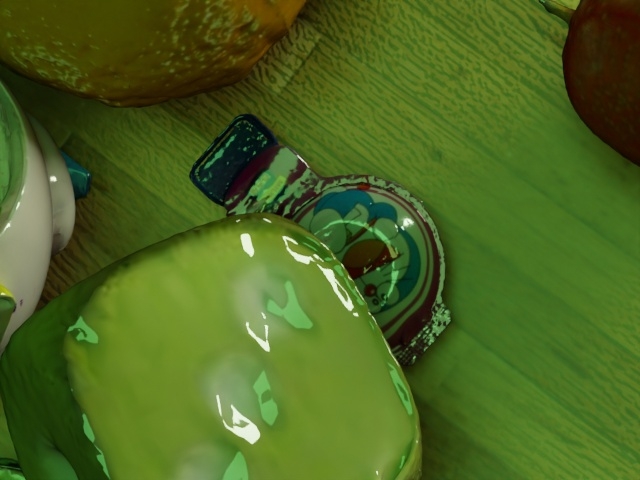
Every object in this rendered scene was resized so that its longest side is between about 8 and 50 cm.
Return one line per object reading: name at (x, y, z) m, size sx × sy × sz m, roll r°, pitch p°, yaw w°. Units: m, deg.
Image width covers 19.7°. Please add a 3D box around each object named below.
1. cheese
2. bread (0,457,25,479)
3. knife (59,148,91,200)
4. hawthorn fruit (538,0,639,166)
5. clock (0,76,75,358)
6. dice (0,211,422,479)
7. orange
cheese at (0.000, 0.000, 1.458) m, size 0.244 × 0.062 × 0.155 m, roll 44°, pitch 94°, yaw 14°
bread at (-0.278, 0.309, 1.451) m, size 0.301 × 0.045 × 0.301 m, roll 1°, pitch 98°, yaw 8°
knife at (-0.309, -0.126, 1.557) m, size 0.296 × 0.026 × 0.044 m, roll 39°, pitch 94°, yaw 11°
hawthorn fruit at (0.260, -0.144, 1.367) m, size 0.225 × 0.196 × 0.196 m, roll 21°, pitch 87°, yaw 30°
clock at (-0.389, -0.044, 1.425) m, size 0.368 × 0.250 × 0.376 m, roll -11°, pitch 63°, yaw -26°
dice at (-0.083, 0.136, 1.335) m, size 0.233 × 0.227 × 0.238 m, roll -23°, pitch 77°, yaw -24°
orange at (-0.148, -0.276, 1.399) m, size 0.340 × 0.293 × 0.340 m, roll -1°, pitch 76°, yaw 3°
